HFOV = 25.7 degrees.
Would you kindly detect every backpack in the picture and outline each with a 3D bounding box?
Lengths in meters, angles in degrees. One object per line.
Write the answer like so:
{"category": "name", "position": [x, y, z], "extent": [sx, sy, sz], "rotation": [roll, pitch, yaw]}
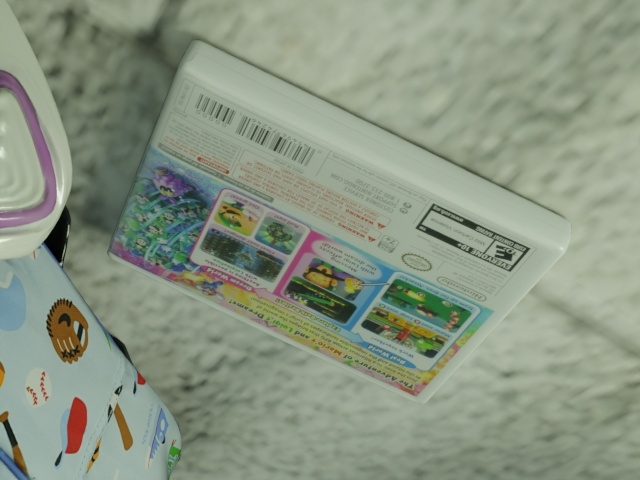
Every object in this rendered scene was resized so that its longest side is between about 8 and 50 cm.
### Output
{"category": "backpack", "position": [-0.197, 0.106, 0.662], "extent": [0.276, 0.213, 0.263], "rotation": [-6, 146, 30]}

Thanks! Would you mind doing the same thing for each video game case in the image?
{"category": "video game case", "position": [0.000, 0.000, 0.564], "extent": [0.157, 0.019, 0.143], "rotation": [25, 145, -5]}

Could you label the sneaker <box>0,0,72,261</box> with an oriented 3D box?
{"category": "sneaker", "position": [-0.230, -0.084, 0.528], "extent": [0.305, 0.114, 0.152], "rotation": [31, 157, -5]}
